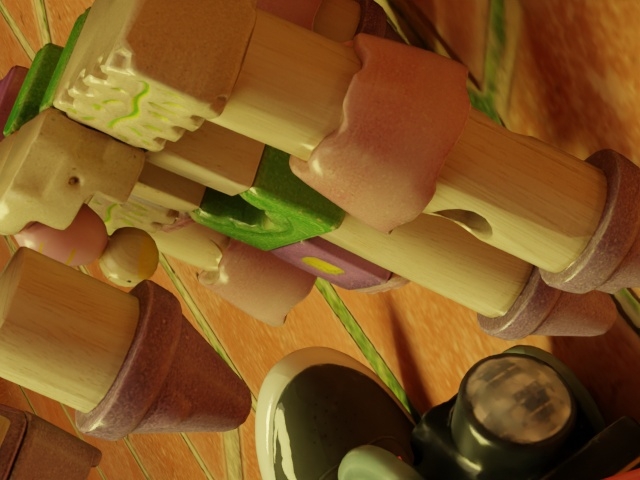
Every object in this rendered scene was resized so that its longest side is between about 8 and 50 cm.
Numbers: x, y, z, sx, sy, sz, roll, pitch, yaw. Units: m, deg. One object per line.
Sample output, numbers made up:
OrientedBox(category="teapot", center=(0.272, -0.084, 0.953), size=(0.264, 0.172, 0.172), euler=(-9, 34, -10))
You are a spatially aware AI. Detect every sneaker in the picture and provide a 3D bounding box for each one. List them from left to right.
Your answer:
OrientedBox(category="sneaker", center=(0.062, 0.198, 1.088), size=(0.147, 0.104, 0.296), euler=(32, 150, 58))

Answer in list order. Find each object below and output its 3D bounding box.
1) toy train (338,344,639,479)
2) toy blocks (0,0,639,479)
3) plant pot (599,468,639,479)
OrientedBox(category="toy train", center=(0.098, 0.197, 0.878), size=(0.190, 0.142, 0.334), euler=(46, 149, 28))
OrientedBox(category="toy blocks", center=(0.000, 0.000, 0.731), size=(0.260, 0.309, 0.288), euler=(25, 164, -19))
OrientedBox(category="plant pot", center=(0.158, 0.251, 0.621), size=(0.275, 0.275, 0.243), euler=(36, 156, 58))
